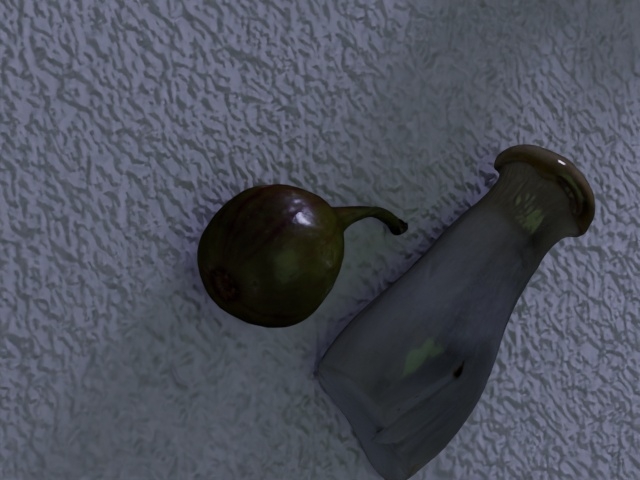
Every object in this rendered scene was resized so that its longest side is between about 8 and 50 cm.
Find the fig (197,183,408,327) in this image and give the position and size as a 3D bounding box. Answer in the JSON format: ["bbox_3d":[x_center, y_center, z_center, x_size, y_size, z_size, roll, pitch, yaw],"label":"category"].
[{"bbox_3d":[0.000,0.000,1.643,0.236,0.124,0.124,-19,104,-40],"label":"fig"}]

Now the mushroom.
[{"bbox_3d":[0.131,0.058,1.727,0.328,0.122,0.159,-50,151,-15],"label":"mushroom"}]
